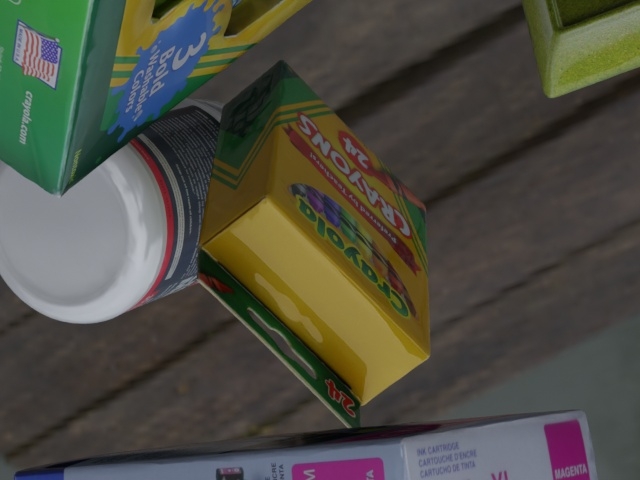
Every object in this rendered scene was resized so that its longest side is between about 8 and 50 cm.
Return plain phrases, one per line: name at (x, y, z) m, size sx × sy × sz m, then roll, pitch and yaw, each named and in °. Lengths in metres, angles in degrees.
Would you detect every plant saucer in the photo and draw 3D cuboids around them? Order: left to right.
plant saucer at (0.247, -0.233, 1.603) m, size 0.188 × 0.188 × 0.045 m, roll -19°, pitch 150°, yaw 17°

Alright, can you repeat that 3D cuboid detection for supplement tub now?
supplement tub at (-0.176, -0.037, 1.874) m, size 0.191 × 0.191 × 0.272 m, roll -37°, pitch 173°, yaw 28°

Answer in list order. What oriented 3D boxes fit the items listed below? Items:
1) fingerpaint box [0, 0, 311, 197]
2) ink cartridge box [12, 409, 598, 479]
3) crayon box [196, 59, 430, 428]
fingerpaint box at (-0.066, -0.300, 1.155) m, size 0.371 × 0.163 × 0.445 m, roll -43°, pitch 160°, yaw -41°
ink cartridge box at (-0.029, 0.137, 1.072) m, size 0.311 × 0.065 × 0.186 m, roll -12°, pitch 173°, yaw 35°
crayon box at (0.000, 0.000, 1.647) m, size 0.081 × 0.318 × 0.202 m, roll -37°, pitch 112°, yaw 20°
